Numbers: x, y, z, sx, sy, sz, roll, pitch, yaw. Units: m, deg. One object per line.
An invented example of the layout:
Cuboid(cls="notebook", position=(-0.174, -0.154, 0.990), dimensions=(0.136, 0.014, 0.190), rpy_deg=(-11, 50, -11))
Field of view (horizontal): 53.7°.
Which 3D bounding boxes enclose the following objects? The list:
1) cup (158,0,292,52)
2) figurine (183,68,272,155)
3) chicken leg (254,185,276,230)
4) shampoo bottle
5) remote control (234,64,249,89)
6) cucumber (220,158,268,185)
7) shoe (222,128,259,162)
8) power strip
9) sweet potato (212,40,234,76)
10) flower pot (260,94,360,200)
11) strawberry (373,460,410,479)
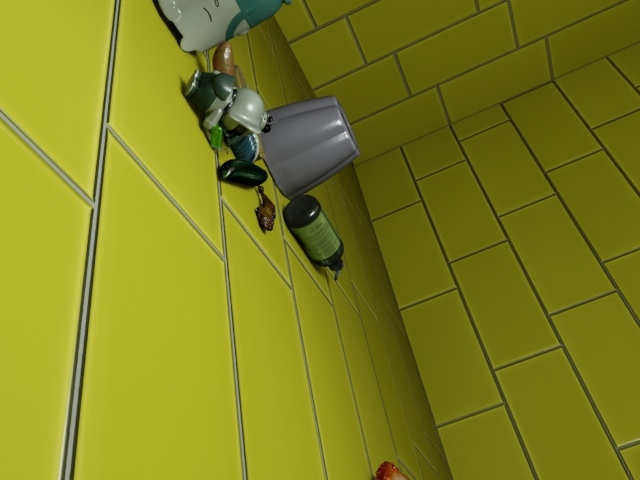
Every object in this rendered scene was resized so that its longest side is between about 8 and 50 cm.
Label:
Cuboid(cls="cup", position=(-0.233, -0.582, 1.363), dimensions=(0.219, 0.257, 0.290), rpy_deg=(-100, 164, -70))
Cuboid(cls="figurine", position=(-0.181, -0.270, 1.281), dimensions=(0.192, 0.126, 0.147), rpy_deg=(25, 45, -26))
Cuboid(cls="chicken leg", position=(-0.126, -0.070, 1.435), dimensions=(0.062, 0.037, 0.145), rpy_deg=(46, 21, -28))
Cuboid(cls="shampoo bottle", position=(0.000, 0.000, 1.723), dimensions=(0.284, 0.101, 0.101), rpy_deg=(57, 14, -44))
Cuboid(cls="remote control", position=(-0.215, -0.434, 1.776), dimensions=(0.053, 0.017, 0.125), rpy_deg=(-82, 148, -73))
Cuboid(cls="cucumber", position=(-0.157, -0.145, 1.359), dimensions=(0.284, 0.056, 0.056), rpy_deg=(-19, 86, -80))
Cuboid(cls="shoe", position=(-0.184, -0.234, 1.400), dimensions=(0.143, 0.063, 0.071), rpy_deg=(70, 25, -18))
Cuboid(cls="power strip", position=(-0.194, -0.322, 1.589), dimensions=(0.064, 0.044, 0.306), rpy_deg=(47, 24, -61))
Cuboid(cls="sweet potato", position=(-0.213, -0.336, 1.422), dimensions=(0.050, 0.050, 0.214), rpy_deg=(-87, 176, -67))
Cuboid(cls="flower pot", position=(-0.029, -0.271, 1.776), dimensions=(0.265, 0.243, 0.265), rpy_deg=(-20, 90, -78))
Cuboid(cls="strawberry", position=(0.148, 0.565, 1.379), dimensions=(0.121, 0.082, 0.188), rpy_deg=(49, 17, 9))
